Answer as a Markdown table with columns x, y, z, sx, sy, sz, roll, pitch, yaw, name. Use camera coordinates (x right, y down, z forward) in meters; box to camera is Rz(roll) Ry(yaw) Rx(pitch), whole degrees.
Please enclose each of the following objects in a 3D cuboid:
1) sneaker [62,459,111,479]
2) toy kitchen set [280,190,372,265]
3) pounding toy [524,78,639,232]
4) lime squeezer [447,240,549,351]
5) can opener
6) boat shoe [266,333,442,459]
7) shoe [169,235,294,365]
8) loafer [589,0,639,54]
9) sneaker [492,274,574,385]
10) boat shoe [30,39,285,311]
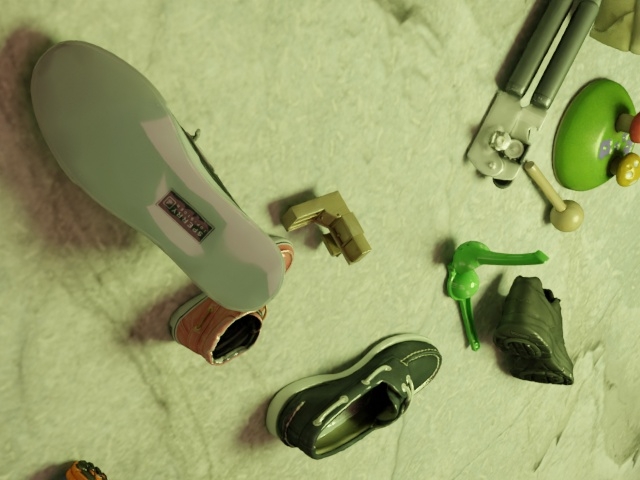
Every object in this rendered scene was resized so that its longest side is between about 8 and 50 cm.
| x | y | z | sx | sy | sz | roll | pitch | yaw | name |
| --- | --- | --- | --- | --- | --- | --- | --- | --- | --- |
| -0.234 | 0.336 | 1.003 | 0.087 | 0.083 | 0.221 | -39 | 121 | -10 | sneaker |
| 0.000 | 0.000 | 1.063 | 0.075 | 0.083 | 0.068 | -21 | 165 | -35 | toy kitchen set |
| 0.444 | -0.130 | 1.390 | 0.237 | 0.110 | 0.183 | -50 | 136 | -13 | pounding toy |
| 0.233 | 0.060 | 1.299 | 0.058 | 0.110 | 0.310 | -57 | 171 | -30 | lime squeezer |
| 0.291 | -0.210 | 1.245 | 0.280 | 0.074 | 0.093 | -64 | 172 | 4 | can opener |
| 0.070 | 0.216 | 1.219 | 0.303 | 0.091 | 0.114 | -22 | 125 | -35 | boat shoe |
| -0.079 | 0.068 | 1.006 | 0.178 | 0.081 | 0.063 | -39 | 133 | -23 | shoe |
| 0.423 | -0.395 | 1.247 | 0.102 | 0.092 | 0.268 | -14 | 107 | -70 | loafer |
| 0.360 | 0.152 | 1.460 | 0.286 | 0.109 | 0.130 | 55 | 45 | -56 | sneaker |
| -0.150 | -0.062 | 0.853 | 0.113 | 0.105 | 0.306 | -47 | 112 | -1 | boat shoe |
